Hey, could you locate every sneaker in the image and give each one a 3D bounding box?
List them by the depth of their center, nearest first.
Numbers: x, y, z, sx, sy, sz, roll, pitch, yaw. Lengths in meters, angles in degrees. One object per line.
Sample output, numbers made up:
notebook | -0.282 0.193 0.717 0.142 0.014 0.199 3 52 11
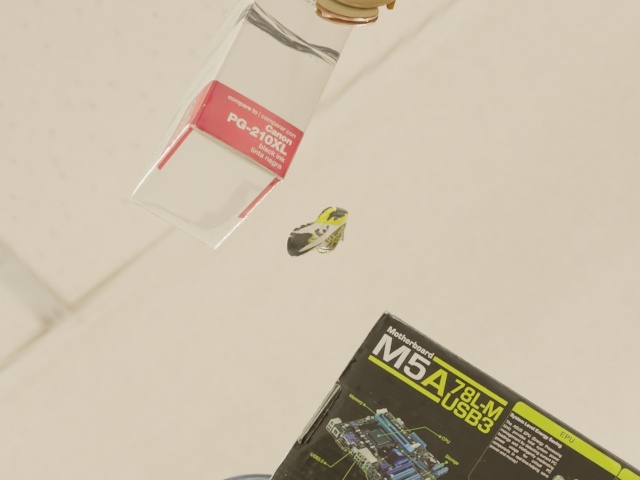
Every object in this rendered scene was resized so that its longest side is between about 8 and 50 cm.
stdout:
sneaker | 0.000 0.000 1.728 0.083 0.031 0.035 -34 -49 -42

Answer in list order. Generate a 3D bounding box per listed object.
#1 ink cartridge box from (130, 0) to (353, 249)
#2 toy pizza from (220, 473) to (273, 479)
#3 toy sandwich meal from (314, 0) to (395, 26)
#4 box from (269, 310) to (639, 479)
ink cartridge box | -0.063 -0.136 1.720 0.172 0.100 0.237 -42 20 57
toy pizza | -0.058 0.313 1.704 0.201 0.201 0.032 -37 0 -7
toy sandwich meal | 0.024 -0.191 1.338 0.086 0.085 0.029 -21 -20 -26
box | 0.057 0.157 0.825 0.184 0.191 0.045 -55 -13 -14
